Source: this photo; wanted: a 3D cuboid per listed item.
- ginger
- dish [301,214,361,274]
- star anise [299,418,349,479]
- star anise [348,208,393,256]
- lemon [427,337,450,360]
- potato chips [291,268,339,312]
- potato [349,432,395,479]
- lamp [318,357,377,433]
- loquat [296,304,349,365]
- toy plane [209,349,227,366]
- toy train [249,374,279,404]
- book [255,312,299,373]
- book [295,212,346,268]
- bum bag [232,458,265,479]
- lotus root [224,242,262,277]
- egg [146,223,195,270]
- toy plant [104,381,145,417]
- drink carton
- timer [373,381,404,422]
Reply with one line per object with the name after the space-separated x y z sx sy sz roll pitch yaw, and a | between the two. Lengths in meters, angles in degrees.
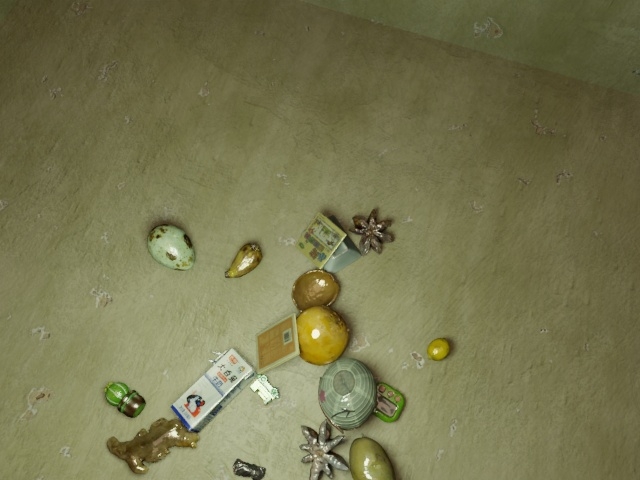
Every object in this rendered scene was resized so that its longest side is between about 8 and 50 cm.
-0.624 0.763 1.740 0.333 0.080 0.166 -16 59 -12 | ginger
0.050 0.007 2.062 0.182 0.080 0.243 -30 73 -13 | dish
0.009 0.795 1.742 0.229 0.093 0.236 18 80 24 | star anise
0.239 -0.040 2.093 0.197 0.073 0.212 -26 75 -9 | star anise
0.483 0.451 1.915 0.111 0.082 0.082 -44 77 -12 | lemon
-0.023 0.225 1.985 0.196 0.062 0.208 16 70 9 | potato chips
0.185 0.835 1.708 0.159 0.174 0.251 -7 54 -15 | potato
0.105 0.585 1.770 0.233 0.233 0.265 -10 47 -6 | lamp
-0.001 0.372 1.843 0.235 0.235 0.234 1 69 -3 | loquat
-0.411 0.474 1.891 0.084 0.024 0.078 -40 85 -23 | toy plane
-0.219 0.589 1.844 0.081 0.050 0.122 -42 77 -11 | toy train
-0.172 0.406 1.826 0.018 0.242 0.170 23 46 -39 | book
0.000 0.000 2.016 0.168 0.013 0.192 41 103 24 | book
-0.269 0.862 1.745 0.125 0.034 0.057 15 55 2 | bum bag
-0.334 0.098 2.006 0.108 0.094 0.190 36 79 33 | lotus root
-0.628 0.033 1.972 0.169 0.169 0.231 -43 87 -16 | egg
-0.755 0.605 1.787 0.162 0.092 0.092 31 71 12 | toy plant
-0.406 0.578 1.803 0.131 0.106 0.315 40 72 21 | drink carton
0.254 0.642 1.848 0.140 0.047 0.128 32 69 9 | timer
